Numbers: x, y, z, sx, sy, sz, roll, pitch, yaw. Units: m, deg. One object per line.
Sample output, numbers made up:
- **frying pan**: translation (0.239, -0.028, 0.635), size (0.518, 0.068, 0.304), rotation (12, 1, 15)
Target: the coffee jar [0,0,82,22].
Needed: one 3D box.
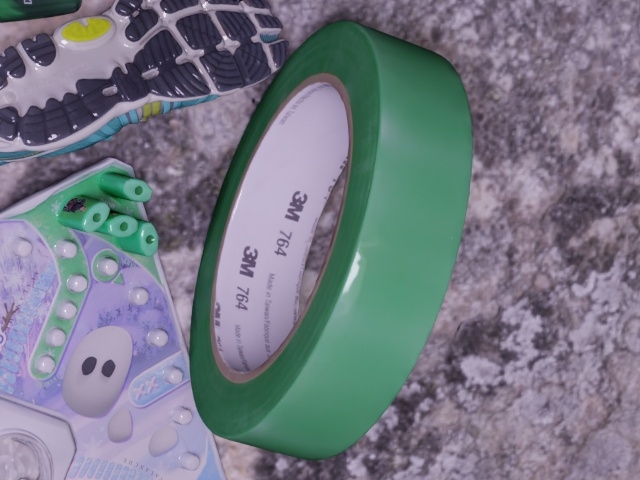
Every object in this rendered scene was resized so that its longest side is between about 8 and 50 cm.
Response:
- **coffee jar**: translation (-0.274, -0.196, 1.306), size (0.184, 0.079, 0.096), rotation (-15, 112, -11)

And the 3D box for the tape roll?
- **tape roll**: translation (0.000, 0.000, 1.324), size (0.077, 0.321, 0.321), rotation (17, 103, -21)

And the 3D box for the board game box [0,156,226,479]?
- **board game box**: translation (-0.243, 0.187, 1.377), size (0.390, 0.050, 0.390), rotation (-30, 117, -31)

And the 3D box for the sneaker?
- **sneaker**: translation (-0.154, -0.129, 1.360), size (0.275, 0.110, 0.107), rotation (-20, 81, -26)
